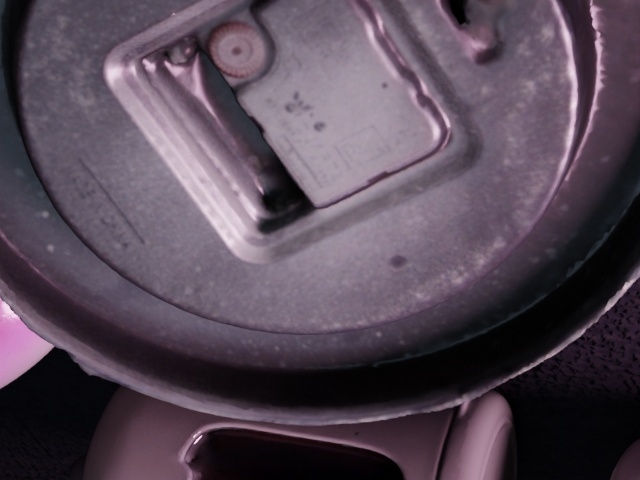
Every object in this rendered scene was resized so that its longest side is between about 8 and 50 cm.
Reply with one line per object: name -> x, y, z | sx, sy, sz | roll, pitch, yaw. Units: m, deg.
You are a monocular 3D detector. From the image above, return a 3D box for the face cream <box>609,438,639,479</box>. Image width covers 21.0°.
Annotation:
face cream -> 0.251, 0.234, 1.166 | 0.111, 0.206, 0.206 | 4, 144, 26

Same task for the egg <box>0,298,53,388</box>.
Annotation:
egg -> -0.285, 0.024, 1.116 | 0.271, 0.196, 0.196 | -15, 138, 11

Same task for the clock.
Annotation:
clock -> -0.010, -0.079, 0.829 | 0.386, 0.076, 0.386 | 1, 125, 1

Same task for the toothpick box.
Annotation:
toothpick box -> -0.028, 0.184, 1.230 | 0.316, 0.229, 0.229 | 7, 145, 17
